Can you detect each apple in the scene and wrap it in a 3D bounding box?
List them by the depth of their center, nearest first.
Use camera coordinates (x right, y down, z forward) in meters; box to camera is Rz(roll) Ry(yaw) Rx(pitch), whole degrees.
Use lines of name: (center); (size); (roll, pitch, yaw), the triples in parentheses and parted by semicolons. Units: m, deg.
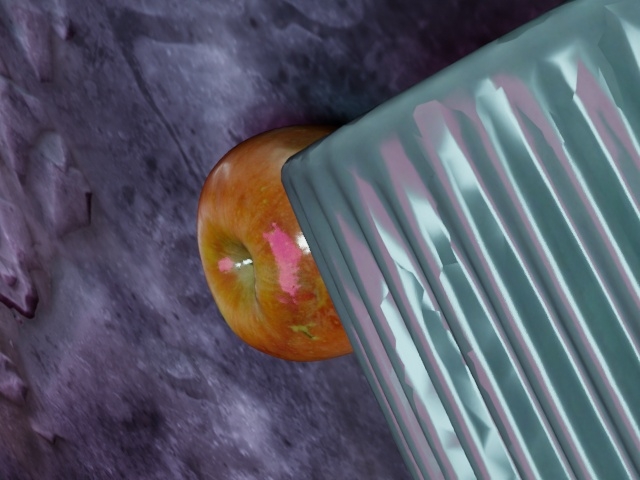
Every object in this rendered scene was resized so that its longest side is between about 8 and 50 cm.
apple: (0.000, 0.000, 0.783); (0.163, 0.139, 0.163); (35, 135, 44)

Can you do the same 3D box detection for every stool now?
stool: (0.164, 0.056, 0.485); (0.297, 0.297, 0.330); (-23, 97, 57)
